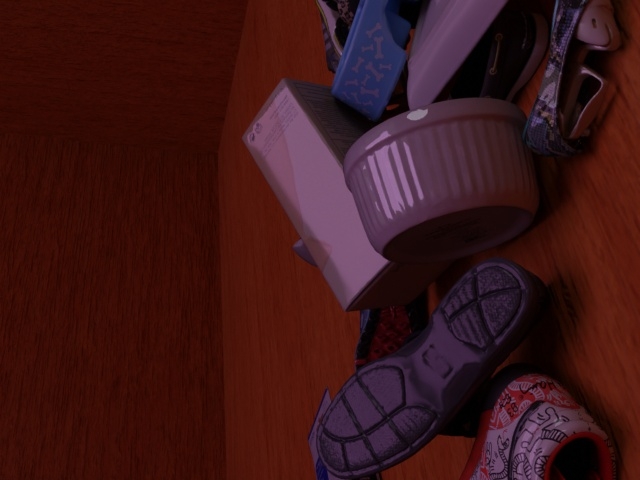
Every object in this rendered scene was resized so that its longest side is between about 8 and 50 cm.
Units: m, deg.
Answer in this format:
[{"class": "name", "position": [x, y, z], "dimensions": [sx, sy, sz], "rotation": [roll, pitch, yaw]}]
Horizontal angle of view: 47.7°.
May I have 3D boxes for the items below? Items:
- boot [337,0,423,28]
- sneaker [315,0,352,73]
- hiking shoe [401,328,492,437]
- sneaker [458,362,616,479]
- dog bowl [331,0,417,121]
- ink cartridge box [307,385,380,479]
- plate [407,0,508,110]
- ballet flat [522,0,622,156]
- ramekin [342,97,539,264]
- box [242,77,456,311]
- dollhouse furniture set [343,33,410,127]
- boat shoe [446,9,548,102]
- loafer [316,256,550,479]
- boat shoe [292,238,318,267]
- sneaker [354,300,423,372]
[{"class": "boot", "position": [0.099, -0.453, 1.137], "dimensions": [0.178, 0.085, 0.237], "rotation": [22, 112, 55]}, {"class": "sneaker", "position": [0.042, -0.390, 1.386], "dimensions": [0.300, 0.111, 0.121], "rotation": [-98, 16, -44]}, {"class": "hiking shoe", "position": [0.128, 0.165, 0.888], "dimensions": [0.227, 0.114, 0.086], "rotation": [-136, 52, -71]}, {"class": "sneaker", "position": [0.191, 0.264, 0.678], "dimensions": [0.145, 0.090, 0.270], "rotation": [-131, 50, -73]}, {"class": "dog bowl", "position": [0.090, -0.311, 0.966], "dimensions": [0.166, 0.074, 0.297], "rotation": [-100, 29, -78]}, {"class": "ink cartridge box", "position": [0.048, 0.424, 1.218], "dimensions": [0.333, 0.065, 0.165], "rotation": [-105, 24, -47]}, {"class": "plate", "position": [0.170, -0.320, 0.849], "dimensions": [0.277, 0.045, 0.278], "rotation": [123, 164, -67]}, {"class": "ballet flat", "position": [0.245, -0.167, 0.676], "dimensions": [0.070, 0.070, 0.189], "rotation": [-121, 36, -65]}, {"class": "ramekin", "position": [0.134, -0.053, 0.777], "dimensions": [0.207, 0.207, 0.109], "rotation": [125, 137, -62]}, {"class": "box", "position": [0.037, -0.065, 0.984], "dimensions": [0.121, 0.148, 0.311], "rotation": [-49, 58, 32]}, {"class": "dollhouse furniture set", "position": [0.122, -0.205, 1.136], "dimensions": [0.161, 0.101, 0.182], "rotation": [35, -140, -70]}, {"class": "boat shoe", "position": [0.185, -0.171, 0.857], "dimensions": [0.228, 0.068, 0.081], "rotation": [110, 159, -45]}, {"class": "loafer", "position": [0.122, 0.146, 0.754], "dimensions": [0.302, 0.095, 0.109], "rotation": [-48, 52, 19]}, {"class": "boat shoe", "position": [0.000, 0.000, 1.514], "dimensions": [0.070, 0.077, 0.219], "rotation": [-54, 2, -18]}, {"class": "sneaker", "position": [0.106, 0.124, 1.077], "dimensions": [0.125, 0.104, 0.262], "rotation": [72, -160, -76]}]
